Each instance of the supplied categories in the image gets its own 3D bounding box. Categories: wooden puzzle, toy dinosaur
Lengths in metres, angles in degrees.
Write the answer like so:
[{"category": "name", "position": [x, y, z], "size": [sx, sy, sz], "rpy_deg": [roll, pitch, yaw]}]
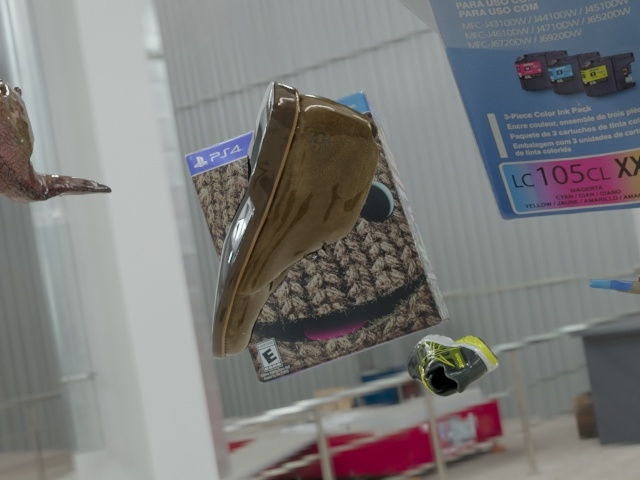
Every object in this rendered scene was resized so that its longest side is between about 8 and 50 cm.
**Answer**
[{"category": "wooden puzzle", "position": [0.236, 0.031, 0.792], "size": [0.116, 0.014, 0.078], "rpy_deg": [8, -3, -36]}, {"category": "toy dinosaur", "position": [-0.274, -0.103, 0.929], "size": [0.127, 0.296, 0.200], "rpy_deg": [-50, 24, -16]}]

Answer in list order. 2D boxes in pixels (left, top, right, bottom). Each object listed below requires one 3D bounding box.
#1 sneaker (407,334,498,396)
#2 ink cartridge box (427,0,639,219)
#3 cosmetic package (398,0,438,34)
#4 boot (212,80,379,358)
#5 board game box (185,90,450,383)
[{"category": "sneaker", "position": [0.072, 0.077, 0.753], "size": [0.035, 0.031, 0.083], "rpy_deg": [-38, 6, -27]}, {"category": "ink cartridge box", "position": [0.154, -0.242, 0.854], "size": [0.151, 0.270, 0.395], "rpy_deg": [-8, -43, 20]}, {"category": "cosmetic package", "position": [0.201, -0.310, 1.460], "size": [0.217, 0.156, 0.385], "rpy_deg": [37, 5, -21]}, {"category": "boot", "position": [-0.031, 0.002, 1.158], "size": [0.115, 0.305, 0.112], "rpy_deg": [12, 37, -13]}, {"category": "board game box", "position": [0.000, 0.000, 1.514], "size": [0.232, 0.291, 0.141], "rpy_deg": [-20, -6, 7]}]
